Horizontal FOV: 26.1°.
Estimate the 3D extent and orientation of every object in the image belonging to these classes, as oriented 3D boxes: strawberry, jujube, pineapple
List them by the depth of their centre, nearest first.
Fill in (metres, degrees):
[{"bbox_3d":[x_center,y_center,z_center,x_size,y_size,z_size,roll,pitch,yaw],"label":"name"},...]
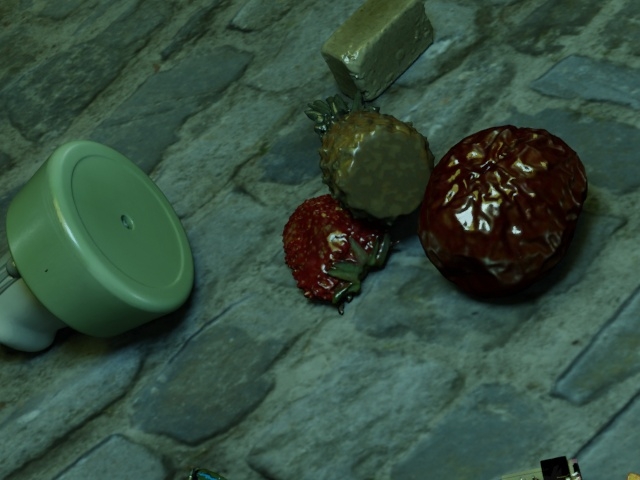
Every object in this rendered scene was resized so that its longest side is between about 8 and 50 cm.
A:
[{"bbox_3d":[0.250,-0.044,1.886,0.213,0.213,0.232,13,60,30],"label":"jujube"},{"bbox_3d":[-0.001,-0.003,2.024,0.208,0.087,0.167,30,69,39],"label":"strawberry"},{"bbox_3d":[0.054,-0.138,2.054,0.169,0.169,0.340,-31,23,-4],"label":"pineapple"}]

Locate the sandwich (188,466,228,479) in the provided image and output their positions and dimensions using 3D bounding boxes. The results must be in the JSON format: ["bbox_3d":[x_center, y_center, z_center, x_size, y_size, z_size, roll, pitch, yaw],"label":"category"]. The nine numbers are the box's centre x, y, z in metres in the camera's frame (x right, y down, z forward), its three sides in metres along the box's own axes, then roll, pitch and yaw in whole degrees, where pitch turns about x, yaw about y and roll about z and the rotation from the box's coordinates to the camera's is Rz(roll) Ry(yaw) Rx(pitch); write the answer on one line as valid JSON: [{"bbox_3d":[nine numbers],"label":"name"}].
[{"bbox_3d":[-0.141,0.385,1.760,0.159,0.079,0.235,-17,48,8],"label":"sandwich"}]

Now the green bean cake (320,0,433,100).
[{"bbox_3d":[0.095,-0.321,2.235,0.085,0.109,0.179,31,68,37],"label":"green bean cake"}]

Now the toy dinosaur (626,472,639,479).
[{"bbox_3d":[0.387,0.324,1.608,0.117,0.070,0.288,23,59,35],"label":"toy dinosaur"}]

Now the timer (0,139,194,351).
[{"bbox_3d":[-0.392,0.051,2.057,0.315,0.291,0.291,-34,43,25],"label":"timer"}]

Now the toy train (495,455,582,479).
[{"bbox_3d":[0.253,0.307,1.661,0.138,0.087,0.050,-14,45,10],"label":"toy train"}]
